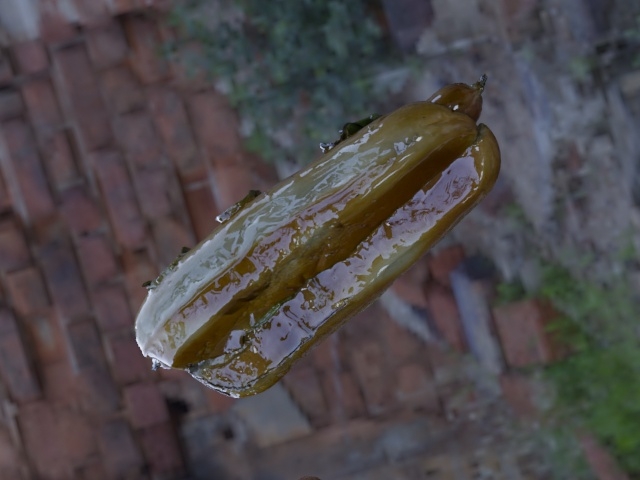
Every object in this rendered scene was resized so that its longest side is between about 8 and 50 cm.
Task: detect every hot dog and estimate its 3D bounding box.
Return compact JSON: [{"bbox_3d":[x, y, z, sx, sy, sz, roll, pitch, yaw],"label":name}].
[{"bbox_3d":[0.000,0.000,0.993,0.109,0.269,0.072,35,-158,-43],"label":"hot dog"}]

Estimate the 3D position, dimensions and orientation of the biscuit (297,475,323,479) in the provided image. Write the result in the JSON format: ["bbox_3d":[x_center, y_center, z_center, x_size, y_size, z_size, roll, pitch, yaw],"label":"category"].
[{"bbox_3d":[-0.008,0.272,1.245,0.306,0.284,0.043,-84,-25,-64],"label":"biscuit"}]
